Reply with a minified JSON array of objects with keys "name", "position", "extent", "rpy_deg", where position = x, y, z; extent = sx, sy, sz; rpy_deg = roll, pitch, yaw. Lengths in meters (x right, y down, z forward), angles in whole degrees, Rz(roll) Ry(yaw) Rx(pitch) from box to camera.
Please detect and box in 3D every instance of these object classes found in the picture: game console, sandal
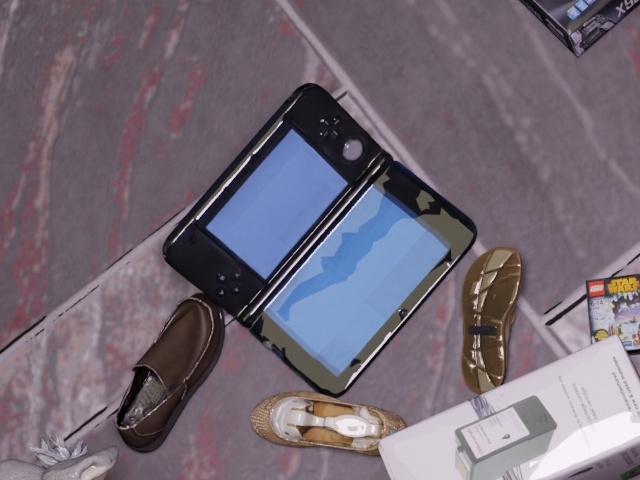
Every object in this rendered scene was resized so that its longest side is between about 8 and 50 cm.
[{"name":"game console","position":[0.000,0.000,1.839],"extent":[0.293,0.250,0.173],"rpy_deg":[-50,39,-3]},{"name":"sandal","position":[0.209,0.096,1.805],"extent":[0.072,0.049,0.180],"rpy_deg":[5,89,25]}]

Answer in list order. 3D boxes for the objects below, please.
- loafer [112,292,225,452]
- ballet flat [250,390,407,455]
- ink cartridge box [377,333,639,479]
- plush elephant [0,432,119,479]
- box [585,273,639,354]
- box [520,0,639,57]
[{"name":"loafer","position":[-0.193,0.166,1.891],"extent":[0.080,0.078,0.220],"rpy_deg":[21,80,23]},{"name":"ballet flat","position":[0.003,0.220,1.815],"extent":[0.206,0.067,0.073],"rpy_deg":[2,77,19]},{"name":"ink cartridge box","position":[0.235,0.234,1.659],"extent":[0.289,0.211,0.121],"rpy_deg":[-25,68,10]},{"name":"plush elephant","position":[-0.337,0.365,1.774],"extent":[0.272,0.255,0.330],"rpy_deg":[-20,68,11]},{"name":"box","position":[0.387,0.086,1.757],"extent":[0.137,0.027,0.094],"rpy_deg":[-8,69,16]},{"name":"box","position":[0.363,-0.424,1.905],"extent":[0.307,0.076,0.242],"rpy_deg":[-40,65,2]}]
